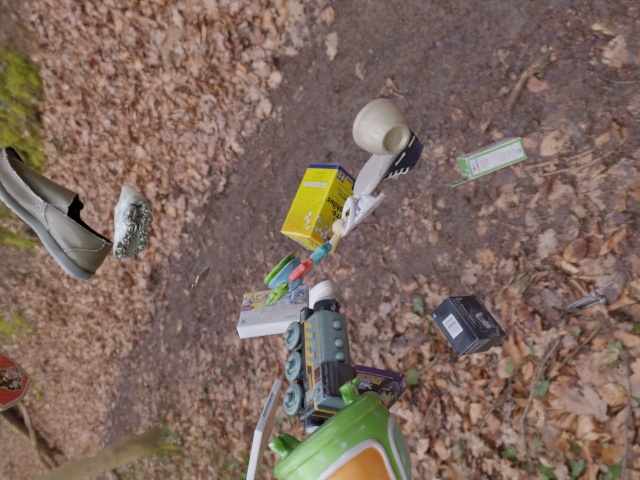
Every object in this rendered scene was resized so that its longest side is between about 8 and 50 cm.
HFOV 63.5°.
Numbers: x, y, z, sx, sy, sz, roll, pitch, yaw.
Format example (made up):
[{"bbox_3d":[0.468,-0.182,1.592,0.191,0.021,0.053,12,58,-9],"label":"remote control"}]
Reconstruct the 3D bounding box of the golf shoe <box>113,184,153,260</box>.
[{"bbox_3d":[-0.389,-0.036,1.054,0.086,0.069,0.176,54,132,26],"label":"golf shoe"}]

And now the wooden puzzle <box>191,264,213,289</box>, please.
[{"bbox_3d":[-0.305,0.091,1.334,0.006,0.083,0.049,35,137,6],"label":"wooden puzzle"}]

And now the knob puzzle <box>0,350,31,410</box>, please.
[{"bbox_3d":[-0.745,0.303,1.183,0.030,0.213,0.213,-44,55,5],"label":"knob puzzle"}]

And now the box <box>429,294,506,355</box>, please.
[{"bbox_3d":[0.442,0.252,1.552,0.093,0.159,0.155,-54,51,32],"label":"box"}]

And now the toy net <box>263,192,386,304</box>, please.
[{"bbox_3d":[0.000,0.000,0.776,0.232,0.122,0.045,-45,82,9],"label":"toy net"}]

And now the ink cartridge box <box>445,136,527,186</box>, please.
[{"bbox_3d":[0.435,-0.214,1.403,0.109,0.210,0.062,-81,-32,-80],"label":"ink cartridge box"}]

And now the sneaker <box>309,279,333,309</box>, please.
[{"bbox_3d":[-0.001,0.303,2.109,0.292,0.108,0.169,-59,47,41],"label":"sneaker"}]

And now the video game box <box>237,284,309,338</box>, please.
[{"bbox_3d":[-0.136,0.210,1.547,0.187,0.206,0.048,-92,-7,-62],"label":"video game box"}]

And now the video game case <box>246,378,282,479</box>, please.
[{"bbox_3d":[-0.167,0.568,1.552,0.026,0.206,0.226,15,120,5],"label":"video game case"}]

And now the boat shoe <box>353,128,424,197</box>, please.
[{"bbox_3d":[0.271,-0.278,1.976,0.340,0.158,0.127,-59,29,-4],"label":"boat shoe"}]

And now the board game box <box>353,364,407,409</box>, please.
[{"bbox_3d":[0.134,0.414,1.441,0.171,0.141,0.048,0,114,40],"label":"board game box"}]

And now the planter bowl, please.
[{"bbox_3d":[0.189,-0.311,1.484,0.109,0.162,0.161,51,134,45],"label":"planter bowl"}]

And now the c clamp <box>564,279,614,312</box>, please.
[{"bbox_3d":[0.724,0.159,1.381,0.137,0.161,0.022,-33,61,21],"label":"c clamp"}]

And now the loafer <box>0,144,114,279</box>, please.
[{"bbox_3d":[-0.424,-0.056,0.824,0.251,0.087,0.094,53,176,-9],"label":"loafer"}]

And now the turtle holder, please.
[{"bbox_3d":[0.044,0.420,0.966,0.227,0.244,0.320,51,149,16],"label":"turtle holder"}]

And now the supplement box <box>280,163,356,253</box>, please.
[{"bbox_3d":[0.009,-0.146,2.345,0.195,0.194,0.356,10,73,44],"label":"supplement box"}]

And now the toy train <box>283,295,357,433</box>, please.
[{"bbox_3d":[0.003,0.301,1.291,0.190,0.142,0.333,-45,34,39],"label":"toy train"}]
